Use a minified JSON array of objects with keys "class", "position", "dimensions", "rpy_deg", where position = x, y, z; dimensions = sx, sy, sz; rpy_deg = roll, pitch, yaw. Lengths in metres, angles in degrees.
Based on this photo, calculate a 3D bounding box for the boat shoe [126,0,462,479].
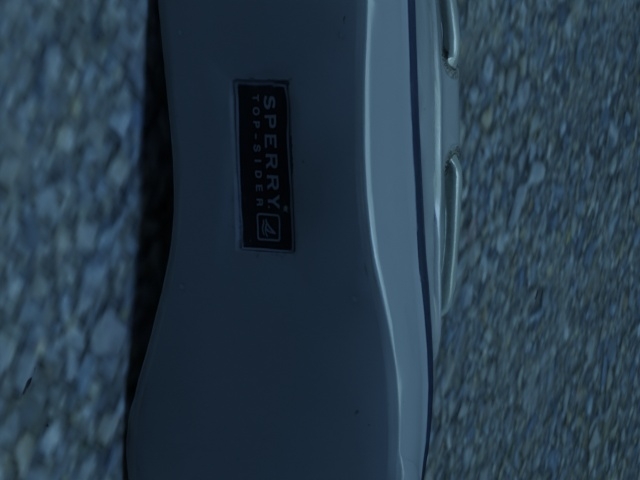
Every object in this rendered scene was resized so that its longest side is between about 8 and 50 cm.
[{"class":"boat shoe","position":[0.000,0.000,0.593],"dimensions":[0.088,0.096,0.268],"rpy_deg":[-18,108,-57]}]
